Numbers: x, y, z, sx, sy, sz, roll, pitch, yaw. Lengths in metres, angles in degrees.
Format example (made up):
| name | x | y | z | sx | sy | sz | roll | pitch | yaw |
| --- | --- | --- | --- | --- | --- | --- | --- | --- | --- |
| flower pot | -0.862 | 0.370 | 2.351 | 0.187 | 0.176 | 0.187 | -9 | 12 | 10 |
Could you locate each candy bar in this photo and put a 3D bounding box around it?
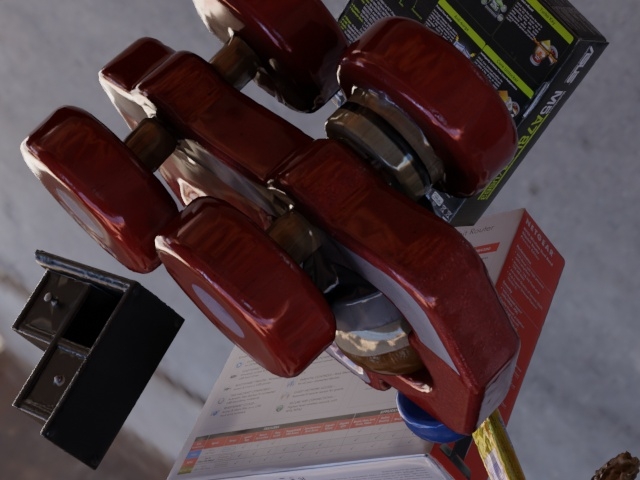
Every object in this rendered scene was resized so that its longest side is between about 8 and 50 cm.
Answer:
| name | x | y | z | sx | sy | sz | roll | pitch | yaw |
| --- | --- | --- | --- | --- | --- | --- | --- | --- | --- |
| candy bar | 0.131 | 0.148 | 1.276 | 0.040 | 0.018 | 0.161 | 116 | 142 | -46 |

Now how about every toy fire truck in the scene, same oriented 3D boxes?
| name | x | y | z | sx | sy | sz | roll | pitch | yaw |
| --- | --- | --- | --- | --- | --- | --- | --- | --- | --- |
| toy fire truck | 0.000 | 0.000 | 0.910 | 0.302 | 0.169 | 0.254 | 33 | 164 | 41 |

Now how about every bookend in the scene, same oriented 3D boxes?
| name | x | y | z | sx | sy | sz | roll | pitch | yaw |
| --- | --- | --- | --- | --- | --- | --- | --- | --- | --- |
| bookend | -0.228 | 0.103 | 1.488 | 0.157 | 0.156 | 0.072 | 16 | 160 | 46 |

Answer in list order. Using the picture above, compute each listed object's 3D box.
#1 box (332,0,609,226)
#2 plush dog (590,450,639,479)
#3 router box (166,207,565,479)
| name | x | y | z | sx | sy | sz | roll | pitch | yaw |
| --- | --- | --- | --- | --- | --- | --- | --- | --- | --- |
| box | 0.095 | -0.138 | 1.233 | 0.190 | 0.045 | 0.184 | 50 | 121 | 28 |
| plush dog | 0.194 | 0.259 | 1.029 | 0.262 | 0.210 | 0.225 | 47 | 171 | -35 |
| router box | 0.044 | 0.129 | 1.605 | 0.335 | 0.301 | 0.082 | -13 | 128 | 41 |
